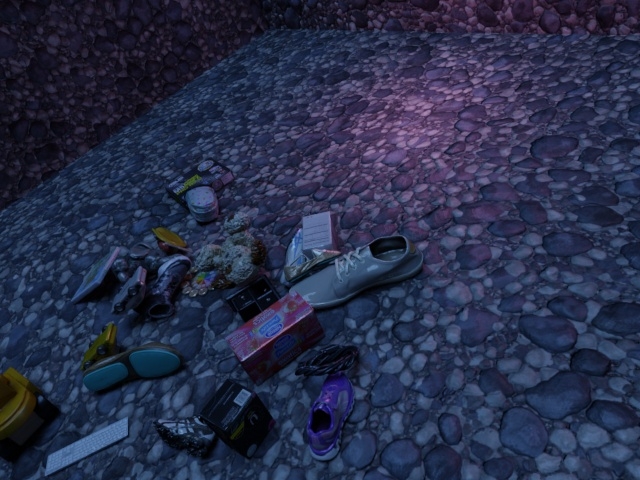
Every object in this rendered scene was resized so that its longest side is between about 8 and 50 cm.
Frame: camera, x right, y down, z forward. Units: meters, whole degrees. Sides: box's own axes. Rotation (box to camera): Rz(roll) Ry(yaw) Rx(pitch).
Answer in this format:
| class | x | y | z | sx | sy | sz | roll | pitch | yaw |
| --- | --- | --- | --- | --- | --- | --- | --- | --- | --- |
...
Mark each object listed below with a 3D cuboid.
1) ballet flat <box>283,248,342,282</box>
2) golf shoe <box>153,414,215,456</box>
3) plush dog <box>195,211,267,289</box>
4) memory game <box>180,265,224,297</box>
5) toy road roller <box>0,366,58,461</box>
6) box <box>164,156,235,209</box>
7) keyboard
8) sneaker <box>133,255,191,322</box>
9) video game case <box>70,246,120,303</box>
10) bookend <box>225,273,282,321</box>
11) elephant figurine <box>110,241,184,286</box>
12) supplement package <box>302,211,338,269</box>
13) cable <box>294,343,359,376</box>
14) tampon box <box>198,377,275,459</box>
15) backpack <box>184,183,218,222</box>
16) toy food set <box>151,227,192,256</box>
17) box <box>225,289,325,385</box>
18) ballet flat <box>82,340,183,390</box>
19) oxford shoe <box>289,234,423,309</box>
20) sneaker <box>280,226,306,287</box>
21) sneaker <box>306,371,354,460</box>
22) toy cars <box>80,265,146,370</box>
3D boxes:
| class | x | y | z | sx | sy | sz | roll | pitch | yaw |
| --- | --- | --- | --- | --- | --- | --- | --- | --- | --- |
| ballet flat | -0.029 | 0.066 | 1.690 | 0.206 | 0.073 | 0.067 | -27 | 83 | -13 |
| golf shoe | -0.370 | 0.524 | 1.424 | 0.198 | 0.077 | 0.094 | 10 | 35 | 28 |
| plush dog | -0.279 | 0.069 | 1.780 | 0.262 | 0.210 | 0.225 | -46 | 33 | 10 |
| memory game | -0.438 | 0.141 | 1.926 | 0.186 | 0.012 | 0.186 | -13 | 40 | 11 |
| toy road roller | -1.009 | 0.497 | 1.604 | 0.329 | 0.241 | 0.202 | 14 | 51 | 36 |
| box | -0.563 | -0.267 | 2.410 | 0.270 | 0.060 | 0.216 | -37 | 42 | -18 |
| keyboard | -0.682 | 0.601 | 1.514 | 0.255 | 0.014 | 0.072 | -25 | 39 | -4 |
| sneaker | -0.549 | 0.182 | 1.861 | 0.268 | 0.101 | 0.153 | -45 | 45 | -13 |
| video game case | -0.896 | 0.138 | 2.063 | 0.212 | 0.023 | 0.194 | -30 | 32 | 33 |
| bookend | -0.207 | 0.213 | 1.689 | 0.157 | 0.072 | 0.156 | -31 | 40 | -10 |
| elephant figurine | -0.671 | 0.090 | 2.000 | 0.239 | 0.169 | 0.186 | -34 | 78 | -23 |
| supplement package | 0.000 | 0.000 | 1.809 | 0.105 | 0.105 | 0.179 | -12 | 41 | 9 |
| cable | 0.018 | 0.338 | 1.419 | 0.184 | 0.047 | 0.150 | -18 | 9 | -17 |
| tampon box | -0.211 | 0.461 | 1.339 | 0.101 | 0.161 | 0.120 | 15 | 53 | 36 |
| backpack | -0.507 | -0.159 | 2.214 | 0.151 | 0.115 | 0.182 | -20 | 45 | -9 |
| toy food set | -0.614 | 0.018 | 2.077 | 0.218 | 0.128 | 0.071 | 37 | 102 | 49 |
| box | -0.131 | 0.285 | 1.529 | 0.256 | 0.128 | 0.122 | -34 | 40 | -15 |
| ballet flat | -0.591 | 0.387 | 1.661 | 0.342 | 0.116 | 0.124 | -20 | 20 | 8 |
| oxford shoe | 0.103 | 0.092 | 1.642 | 0.448 | 0.130 | 0.169 | -19 | 41 | 5 |
| sneaker | -0.081 | 0.061 | 1.794 | 0.086 | 0.085 | 0.237 | 16 | 55 | -10 |
| sneaker | 0.021 | 0.427 | 1.316 | 0.095 | 0.105 | 0.237 | -4 | 41 | 23 |
| toy cars | -0.683 | 0.277 | 1.764 | 0.176 | 0.087 | 0.394 | 6 | 68 | 58 |
